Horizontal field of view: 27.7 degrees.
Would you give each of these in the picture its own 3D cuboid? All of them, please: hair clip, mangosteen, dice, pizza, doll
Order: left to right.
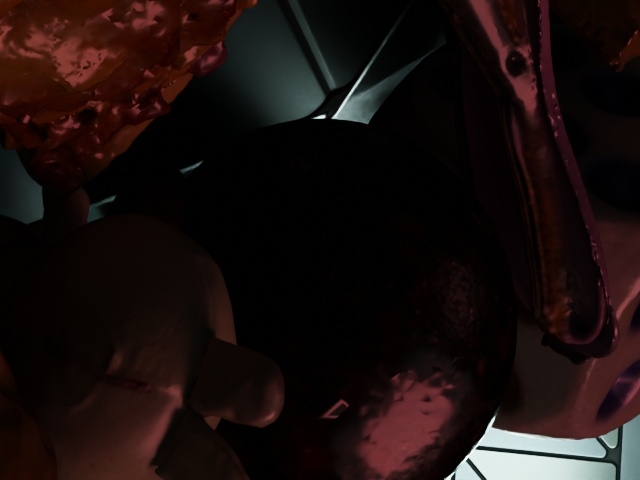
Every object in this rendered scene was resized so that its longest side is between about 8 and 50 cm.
[{"bbox_3d":[-0.125,0.051,0.634,0.113,0.275,0.155,25,87,-34],"label":"doll"},{"bbox_3d":[-0.088,-0.104,0.515,0.289,0.081,0.228,-47,164,32],"label":"pizza"},{"bbox_3d":[-0.018,0.053,0.835,0.288,0.288,0.288,-37,166,-11],"label":"mangosteen"},{"bbox_3d":[0.118,-0.072,0.806,0.096,0.110,0.359,-62,141,-44],"label":"hair clip"},{"bbox_3d":[0.185,-0.008,1.039,0.243,0.259,0.251,-30,145,-33],"label":"dice"}]

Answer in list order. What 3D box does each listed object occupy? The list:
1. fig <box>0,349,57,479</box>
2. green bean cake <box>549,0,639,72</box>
[{"bbox_3d":[-0.215,0.158,0.544,0.286,0.286,0.369,-39,160,-6],"label":"fig"},{"bbox_3d":[0.277,-0.246,0.919,0.229,0.131,0.224,-30,161,-37],"label":"green bean cake"}]
